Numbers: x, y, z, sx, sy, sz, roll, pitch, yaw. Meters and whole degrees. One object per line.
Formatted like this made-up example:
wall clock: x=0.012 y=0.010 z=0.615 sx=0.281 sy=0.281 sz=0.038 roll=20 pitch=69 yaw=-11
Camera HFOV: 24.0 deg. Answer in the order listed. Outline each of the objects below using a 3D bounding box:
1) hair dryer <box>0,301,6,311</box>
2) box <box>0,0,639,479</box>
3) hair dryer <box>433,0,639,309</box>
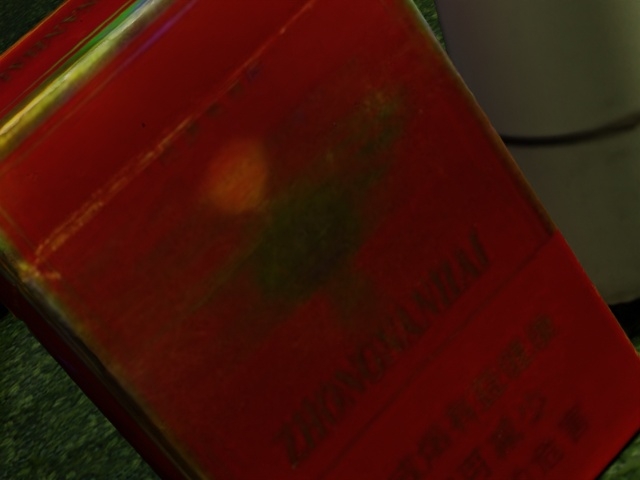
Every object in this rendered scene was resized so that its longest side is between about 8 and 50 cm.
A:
hair dryer: x=-0.249 y=0.048 z=1.176 sx=0.244 sy=0.116 sz=0.302 roll=-33 pitch=37 yaw=7
box: x=-0.004 y=0.021 z=0.641 sx=0.197 sy=0.313 sz=0.089 roll=-44 pitch=28 yaw=-16
hair dryer: x=0.244 y=-0.116 z=0.754 sx=0.362 sy=0.203 sz=0.128 roll=-19 pitch=23 yaw=-2
